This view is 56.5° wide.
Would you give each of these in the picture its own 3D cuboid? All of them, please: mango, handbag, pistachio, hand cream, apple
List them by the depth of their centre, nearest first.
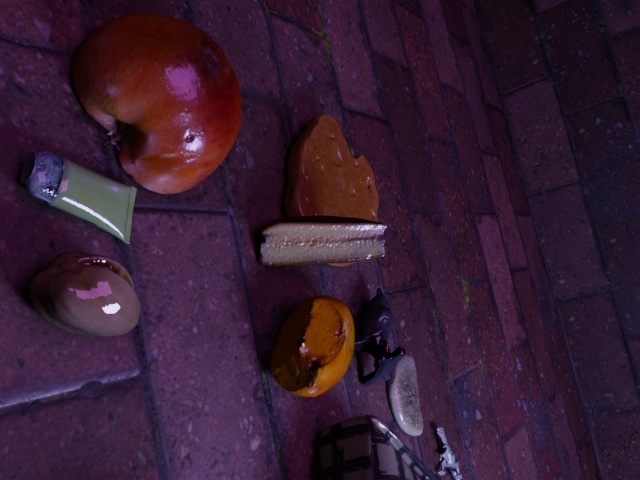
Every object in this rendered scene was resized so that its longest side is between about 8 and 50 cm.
[{"bbox_3d":[-0.303,0.075,0.787,0.149,0.113,0.113,51,39,-39],"label":"pistachio"},{"bbox_3d":[-0.338,-0.066,0.850,0.175,0.045,0.095,33,49,-52],"label":"hand cream"},{"bbox_3d":[-0.234,-0.239,0.966,0.293,0.163,0.251,52,38,-24],"label":"apple"},{"bbox_3d":[0.133,0.544,1.108,0.327,0.162,0.325,47,28,-37],"label":"handbag"},{"bbox_3d":[-0.004,0.192,1.133,0.154,0.126,0.252,53,30,-7],"label":"mango"}]

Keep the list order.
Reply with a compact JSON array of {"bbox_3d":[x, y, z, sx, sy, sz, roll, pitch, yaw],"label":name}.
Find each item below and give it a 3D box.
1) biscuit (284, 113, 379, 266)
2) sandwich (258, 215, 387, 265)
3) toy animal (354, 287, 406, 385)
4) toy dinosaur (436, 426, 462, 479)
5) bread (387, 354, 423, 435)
[{"bbox_3d":[0.033,-0.107,1.375,0.312,0.057,0.352,28,55,-46],"label":"biscuit"},{"bbox_3d":[0.000,0.000,1.192,0.257,0.096,0.094,0,99,-14],"label":"sandwich"},{"bbox_3d":[0.109,0.208,1.346,0.117,0.121,0.210,2,45,-9],"label":"toy animal"},{"bbox_3d":[0.334,0.562,1.522,0.187,0.044,0.106,49,25,-29],"label":"toy dinosaur"},{"bbox_3d":[0.201,0.367,1.420,0.112,0.036,0.193,17,62,-49],"label":"bread"}]
